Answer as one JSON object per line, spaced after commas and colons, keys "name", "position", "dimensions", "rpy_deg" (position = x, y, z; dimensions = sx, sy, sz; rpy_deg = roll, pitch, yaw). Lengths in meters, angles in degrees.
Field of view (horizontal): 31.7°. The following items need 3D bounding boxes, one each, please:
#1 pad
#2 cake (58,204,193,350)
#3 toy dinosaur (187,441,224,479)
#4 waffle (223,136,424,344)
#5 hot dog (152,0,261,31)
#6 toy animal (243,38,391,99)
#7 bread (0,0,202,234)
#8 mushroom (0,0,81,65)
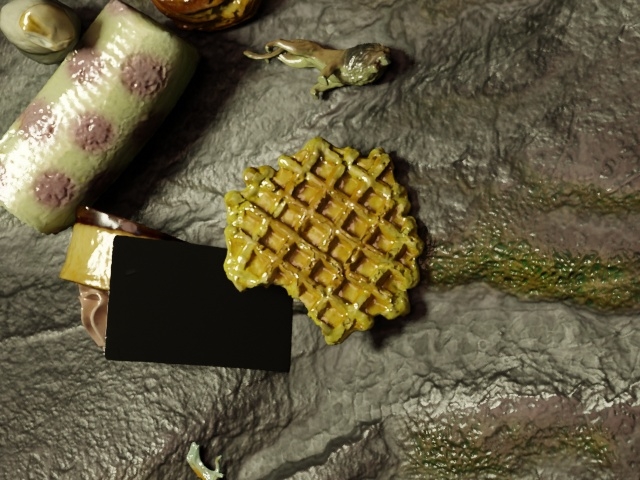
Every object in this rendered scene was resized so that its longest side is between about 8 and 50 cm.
{"name": "pad", "position": [-0.153, 0.085, 1.468], "dimensions": [0.009, 0.265, 0.159], "rpy_deg": [-9, 75, 58]}
{"name": "cake", "position": [-0.267, 0.064, 1.525], "dimensions": [0.208, 0.185, 0.178], "rpy_deg": [21, 87, 11]}
{"name": "toy dinosaur", "position": [-0.140, 0.367, 1.512], "dimensions": [0.106, 0.044, 0.187], "rpy_deg": [-7, 92, 33]}
{"name": "waffle", "position": [0.000, 0.000, 1.476], "dimensions": [0.291, 0.051, 0.291], "rpy_deg": [0, 78, 2]}
{"name": "hot dog", "position": [-0.169, -0.442, 1.606], "dimensions": [0.196, 0.122, 0.272], "rpy_deg": [-10, 80, 26]}
{"name": "toy animal", "position": [-0.008, -0.238, 1.543], "dimensions": [0.220, 0.069, 0.086], "rpy_deg": [11, 64, 17]}
{"name": "bread", "position": [-0.318, -0.170, 1.586], "dimensions": [0.155, 0.187, 0.338], "rpy_deg": [39, 96, 4]}
{"name": "mushroom", "position": [-0.397, -0.300, 1.592], "dimensions": [0.109, 0.351, 0.097], "rpy_deg": [25, 94, -13]}
